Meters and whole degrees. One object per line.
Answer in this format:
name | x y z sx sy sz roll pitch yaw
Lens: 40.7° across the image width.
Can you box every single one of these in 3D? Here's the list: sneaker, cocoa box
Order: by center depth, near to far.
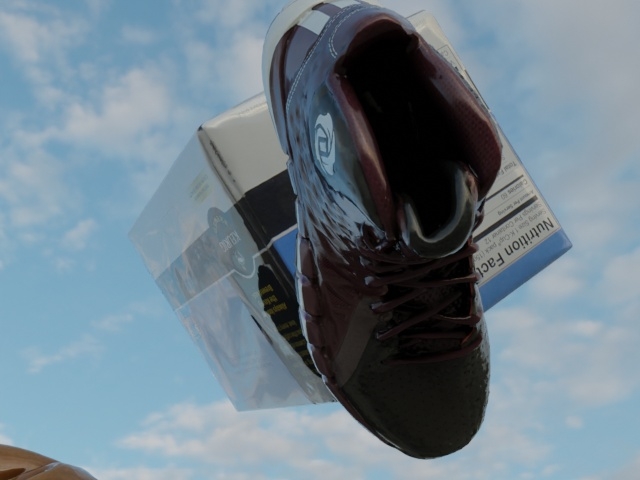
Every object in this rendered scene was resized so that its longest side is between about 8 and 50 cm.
sneaker | 0.041 0.016 0.431 0.107 0.162 0.281 -21 -72 -7
cocoa box | 0.000 0.000 0.780 0.231 0.228 0.347 -32 1 -24

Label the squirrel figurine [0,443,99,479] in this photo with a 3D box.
squirrel figurine | -0.236 0.327 0.728 0.397 0.281 0.370 10 -17 3
